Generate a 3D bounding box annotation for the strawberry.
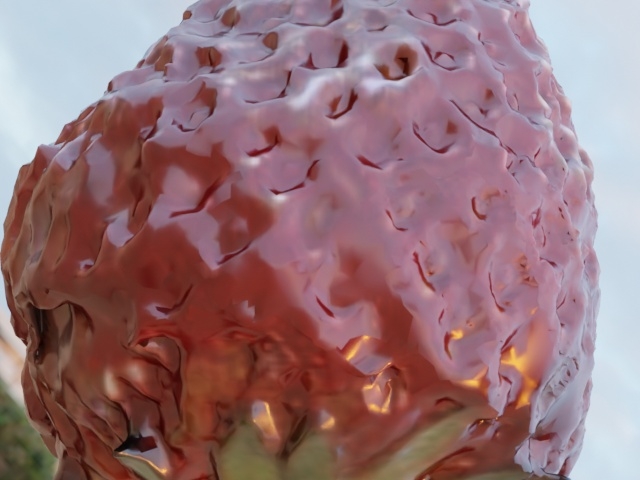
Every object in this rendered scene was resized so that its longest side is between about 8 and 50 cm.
[{"bbox_3d":[-0.010,0.009,0.790,0.292,0.292,0.310,69,5,-50],"label":"strawberry"}]
